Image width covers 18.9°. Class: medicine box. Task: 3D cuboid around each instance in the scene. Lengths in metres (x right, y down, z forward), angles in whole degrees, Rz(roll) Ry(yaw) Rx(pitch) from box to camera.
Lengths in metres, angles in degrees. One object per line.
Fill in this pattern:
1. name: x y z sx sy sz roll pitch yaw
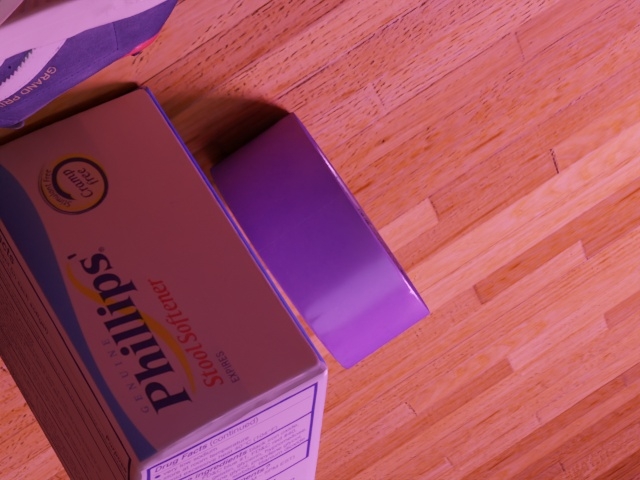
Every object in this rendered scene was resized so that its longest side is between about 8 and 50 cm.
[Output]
1. medicine box: -0.127 0.086 1.395 0.149 0.263 0.289 -25 155 -18

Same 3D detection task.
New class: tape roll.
1. tape roll: 0.000 0.000 1.479 0.080 0.189 0.189 -34 155 3

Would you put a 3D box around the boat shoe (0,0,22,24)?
1. boat shoe: -0.150 -0.234 0.944 0.103 0.113 0.302 27 97 -39

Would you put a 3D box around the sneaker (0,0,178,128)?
1. sneaker: -0.231 -0.109 1.082 0.350 0.131 0.148 -16 156 -26
